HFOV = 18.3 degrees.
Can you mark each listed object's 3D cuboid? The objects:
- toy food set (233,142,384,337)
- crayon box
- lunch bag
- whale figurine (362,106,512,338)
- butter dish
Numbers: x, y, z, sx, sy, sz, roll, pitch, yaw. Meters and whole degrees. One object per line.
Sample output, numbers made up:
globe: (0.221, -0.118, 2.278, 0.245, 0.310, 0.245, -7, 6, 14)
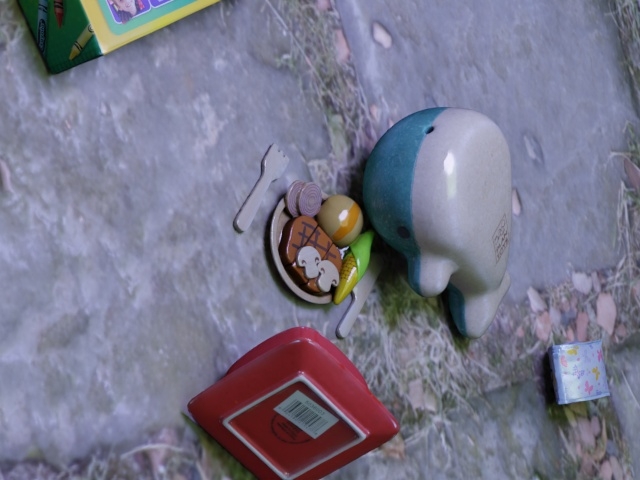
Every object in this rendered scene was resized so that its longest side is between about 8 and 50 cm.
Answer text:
toy food set: (0.000, 0.000, 2.058, 0.192, 0.038, 0.132, 46, 51, -27)
crayon box: (-0.176, -0.287, 1.928, 0.278, 0.081, 0.165, -32, 102, -45)
lunch bag: (0.293, 0.153, 2.303, 0.083, 0.053, 0.071, -5, 85, -55)
whale figurine: (0.131, -0.020, 2.153, 0.216, 0.141, 0.272, -60, 145, -36)
butter dish: (-0.024, 0.145, 1.942, 0.160, 0.160, 0.118, 45, 28, -27)
